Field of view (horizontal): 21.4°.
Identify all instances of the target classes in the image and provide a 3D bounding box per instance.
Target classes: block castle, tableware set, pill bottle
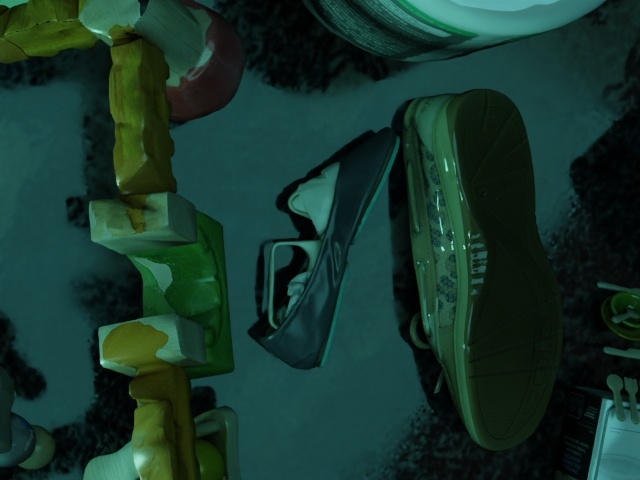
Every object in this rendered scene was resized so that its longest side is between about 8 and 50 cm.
[{"bbox_3d":[-0.191,0.061,1.168,0.303,0.213,0.453,-10,77,14],"label":"block castle"},{"bbox_3d":[0.277,0.088,1.347,0.104,0.154,0.024,11,135,-10],"label":"tableware set"},{"bbox_3d":[0.084,-0.230,1.179,0.204,0.361,0.204,0,92,-10],"label":"pill bottle"}]

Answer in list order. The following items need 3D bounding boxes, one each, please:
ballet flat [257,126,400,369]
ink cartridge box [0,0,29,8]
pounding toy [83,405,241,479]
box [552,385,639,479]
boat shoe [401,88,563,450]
[{"bbox_3d":[0.000,0.000,1.322,0.074,0.074,0.203,19,91,-10],"label":"ballet flat"},{"bbox_3d":[-0.270,-0.205,1.264,0.209,0.062,0.109,-10,96,-7],"label":"ink cartridge box"},{"bbox_3d":[-0.107,0.268,1.239,0.155,0.154,0.269,-11,94,-52],"label":"pounding toy"},{"bbox_3d":[0.265,0.276,1.367,0.169,0.087,0.289,12,90,-10],"label":"box"},{"bbox_3d":[0.123,0.023,1.344,0.105,0.089,0.285,-8,96,-36],"label":"boat shoe"}]
